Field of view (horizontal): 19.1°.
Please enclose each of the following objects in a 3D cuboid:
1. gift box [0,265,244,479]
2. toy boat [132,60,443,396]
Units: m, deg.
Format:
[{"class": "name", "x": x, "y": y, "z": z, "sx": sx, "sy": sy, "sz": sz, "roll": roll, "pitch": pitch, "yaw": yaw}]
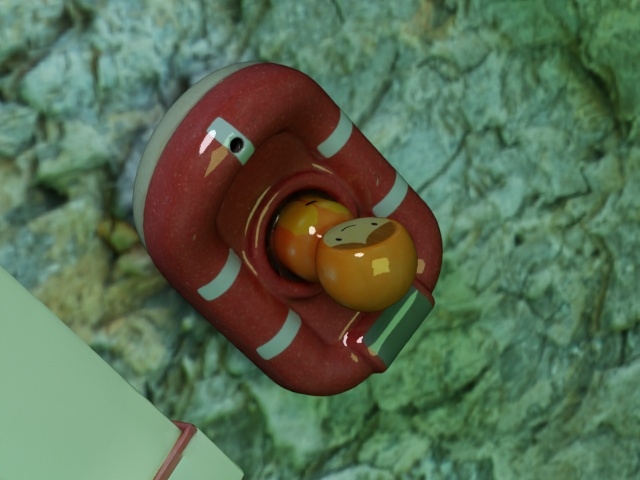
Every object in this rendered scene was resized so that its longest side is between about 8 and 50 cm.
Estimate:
[{"class": "gift box", "x": -0.231, "y": 0.157, "z": 0.961, "sx": 0.258, "sy": 0.255, "sz": 0.276, "roll": 45, "pitch": 70, "yaw": -32}, {"class": "toy boat", "x": 0.000, "y": 0.000, "z": 1.133, "sx": 0.151, "sy": 0.151, "sz": 0.231, "roll": -53, "pitch": 125, "yaw": -12}]
